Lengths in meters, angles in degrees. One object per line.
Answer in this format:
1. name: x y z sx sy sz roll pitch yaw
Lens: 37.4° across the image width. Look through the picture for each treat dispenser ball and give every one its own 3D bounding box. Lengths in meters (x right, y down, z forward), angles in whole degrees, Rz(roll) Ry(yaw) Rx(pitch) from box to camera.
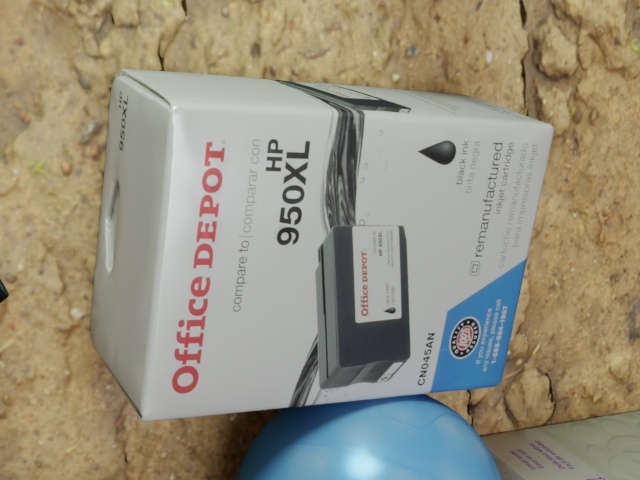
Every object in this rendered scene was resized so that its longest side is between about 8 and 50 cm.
1. treat dispenser ball: 0.050 0.288 0.979 0.288 0.288 0.288 -10 113 -25

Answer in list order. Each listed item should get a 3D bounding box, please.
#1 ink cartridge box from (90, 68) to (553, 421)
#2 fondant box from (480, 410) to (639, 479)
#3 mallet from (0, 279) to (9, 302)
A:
1. ink cartridge box: 0.000 0.000 0.915 0.395 0.166 0.285 -1 109 -28
2. fondant box: 0.389 0.328 1.209 0.330 0.238 0.096 -3 110 -28
3. mallet: -0.304 0.017 0.776 0.062 0.039 0.190 -34 160 -22
